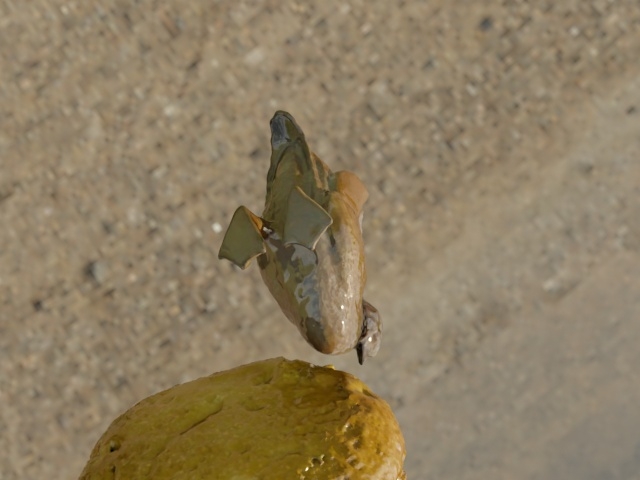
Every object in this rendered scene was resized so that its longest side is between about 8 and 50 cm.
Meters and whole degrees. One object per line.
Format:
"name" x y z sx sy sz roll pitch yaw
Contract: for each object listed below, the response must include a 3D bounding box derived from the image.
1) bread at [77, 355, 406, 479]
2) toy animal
"bread" -0.050 0.183 1.257 0.240 0.240 0.139 -27 120 -15
"toy animal" 0.000 0.000 1.354 0.089 0.188 0.179 -17 153 20
